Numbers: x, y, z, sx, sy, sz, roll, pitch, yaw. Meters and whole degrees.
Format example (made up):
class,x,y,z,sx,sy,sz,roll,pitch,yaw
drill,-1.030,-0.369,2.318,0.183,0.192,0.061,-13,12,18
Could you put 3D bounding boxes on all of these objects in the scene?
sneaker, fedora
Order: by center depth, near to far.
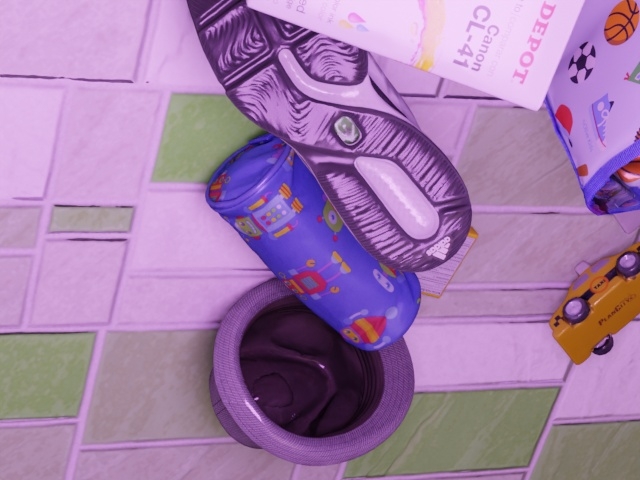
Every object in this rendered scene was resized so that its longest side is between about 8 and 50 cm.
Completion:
class,x,y,z,sx,sy,sz,roll,pitch,yaw
sneaker,-0.010,-0.168,1.804,0.169,0.257,0.447,-33,98,-1
fedora,-0.030,0.173,2.047,0.275,0.244,0.124,-22,170,-40

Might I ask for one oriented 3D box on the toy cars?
class,x,y,z,sx,sy,sz,roll,pitch,yaw
toy cars,0.406,-0.018,2.167,0.176,0.087,0.394,-2,122,-30

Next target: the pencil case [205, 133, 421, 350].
class,x,y,z,sx,sy,sz,roll,pitch,yaw
pencil case,0.000,0.000,1.937,0.119,0.133,0.306,-12,134,40

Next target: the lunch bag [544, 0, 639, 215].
class,x,y,z,sx,sy,sz,roll,pitch,yaw
lunch bag,0.412,-0.239,1.770,0.385,0.328,0.239,-27,150,21

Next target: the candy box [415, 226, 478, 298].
class,x,y,z,sx,sy,sz,roll,pitch,yaw
candy box,0.092,0.007,2.072,0.206,0.027,0.105,15,120,-33

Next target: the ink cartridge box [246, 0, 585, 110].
class,x,y,z,sx,sy,sz,roll,pitch,yaw
ink cartridge box,0.105,-0.286,1.587,0.306,0.131,0.226,19,108,-6
